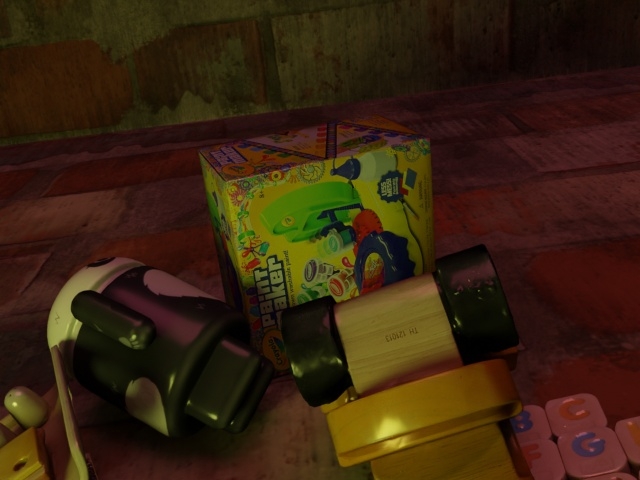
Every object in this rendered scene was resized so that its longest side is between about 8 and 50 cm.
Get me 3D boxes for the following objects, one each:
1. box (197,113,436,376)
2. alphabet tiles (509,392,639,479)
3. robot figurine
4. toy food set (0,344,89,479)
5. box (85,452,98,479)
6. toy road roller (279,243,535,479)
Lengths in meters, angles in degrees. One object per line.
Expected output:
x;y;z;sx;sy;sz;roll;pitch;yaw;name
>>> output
0.000;0.000;1.029;0.279;0.289;0.177;-14;25;-16;box
0.205;0.235;0.676;0.284;0.021;0.278;-16;19;12;alphabet tiles
-0.196;0.127;0.887;0.278;0.209;0.173;24;38;20;robot figurine
-0.376;0.244;0.717;0.306;0.092;0.220;-36;29;-11;toy food set
-0.231;0.299;0.686;0.087;0.058;0.232;-19;26;-24;box
0.105;0.168;0.706;0.203;0.240;0.329;-19;-19;8;toy road roller
